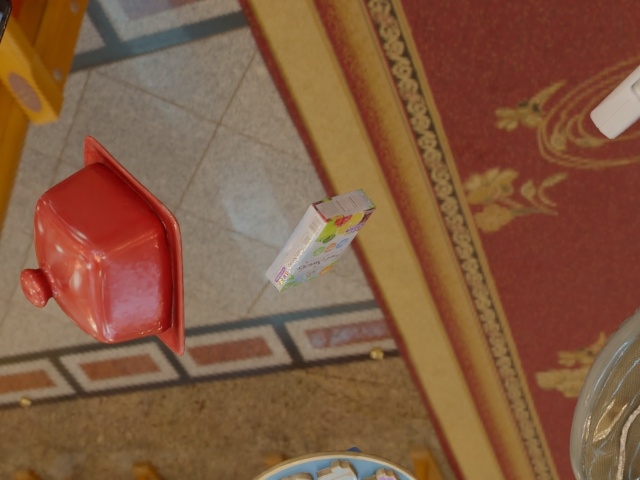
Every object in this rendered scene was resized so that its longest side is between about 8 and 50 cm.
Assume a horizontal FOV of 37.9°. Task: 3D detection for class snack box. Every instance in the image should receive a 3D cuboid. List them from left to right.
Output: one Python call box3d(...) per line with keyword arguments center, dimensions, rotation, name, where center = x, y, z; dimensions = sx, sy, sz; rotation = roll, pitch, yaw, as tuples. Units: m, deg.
box3d(center=(0.000, 0.000, 1.209), dimensions=(0.037, 0.100, 0.141), rotation=(52, 131, 19), name="snack box")

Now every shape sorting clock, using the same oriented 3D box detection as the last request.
box3d(center=(0.011, 0.285, 0.928), dimensions=(0.206, 0.040, 0.206), rotation=(-4, 123, -6), name="shape sorting clock")

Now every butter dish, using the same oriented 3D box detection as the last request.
box3d(center=(-0.195, 0.020, 0.790), dimensions=(0.160, 0.118, 0.160), rotation=(41, 141, 35), name="butter dish")

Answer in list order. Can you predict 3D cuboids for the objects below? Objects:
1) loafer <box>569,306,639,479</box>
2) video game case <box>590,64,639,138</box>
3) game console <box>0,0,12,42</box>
box3d(center=(0.246, 0.062, 0.545), dimensions=(0.251, 0.087, 0.094), rotation=(-50, 131, -1), name="loafer")
box3d(center=(0.227, -0.136, 0.430), dimensions=(0.022, 0.190, 0.173), rotation=(51, 167, 7), name="video game case")
box3d(center=(-0.470, -0.261, 1.170), dimensions=(0.124, 0.085, 0.144), rotation=(18, 100, -26), name="game console")
